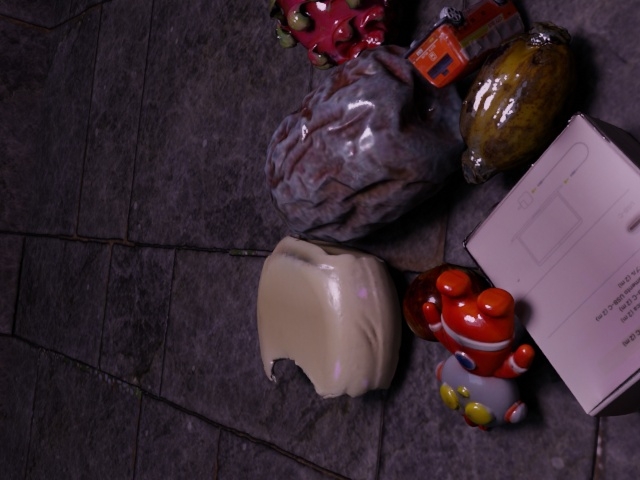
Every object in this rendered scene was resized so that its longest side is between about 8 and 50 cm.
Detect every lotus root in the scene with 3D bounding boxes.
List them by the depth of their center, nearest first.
[{"bbox_3d":[0.233,-0.157,0.864,0.120,0.120,0.209,44,114,44],"label":"lotus root"}]

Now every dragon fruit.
[{"bbox_3d":[0.038,-0.379,1.090,0.218,0.198,0.272,132,160,-72],"label":"dragon fruit"}]

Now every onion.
[{"bbox_3d":[0.159,0.084,0.919,0.117,0.119,0.118,-33,60,39],"label":"onion"}]

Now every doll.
[{"bbox_3d":[0.181,0.142,0.840,0.142,0.076,0.244,28,140,39],"label":"doll"}]

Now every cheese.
[{"bbox_3d":[0.005,0.112,1.074,0.266,0.127,0.233,22,111,53],"label":"cheese"}]

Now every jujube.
[{"bbox_3d":[0.053,-0.123,1.004,0.317,0.226,0.225,-32,60,49],"label":"jujube"}]

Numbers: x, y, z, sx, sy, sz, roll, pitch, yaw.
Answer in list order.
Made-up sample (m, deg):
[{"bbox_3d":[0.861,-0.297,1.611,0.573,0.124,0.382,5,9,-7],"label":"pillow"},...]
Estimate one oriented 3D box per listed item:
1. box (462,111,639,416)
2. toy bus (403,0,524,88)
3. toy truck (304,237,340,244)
[{"bbox_3d":[0.299,0.023,0.760,0.203,0.106,0.251,-54,46,29],"label":"box"},{"bbox_3d":[0.186,-0.252,0.900,0.077,0.174,0.079,53,142,3],"label":"toy bus"},{"bbox_3d":[0.000,0.000,1.184,0.083,0.024,0.032,6,66,48],"label":"toy truck"}]
